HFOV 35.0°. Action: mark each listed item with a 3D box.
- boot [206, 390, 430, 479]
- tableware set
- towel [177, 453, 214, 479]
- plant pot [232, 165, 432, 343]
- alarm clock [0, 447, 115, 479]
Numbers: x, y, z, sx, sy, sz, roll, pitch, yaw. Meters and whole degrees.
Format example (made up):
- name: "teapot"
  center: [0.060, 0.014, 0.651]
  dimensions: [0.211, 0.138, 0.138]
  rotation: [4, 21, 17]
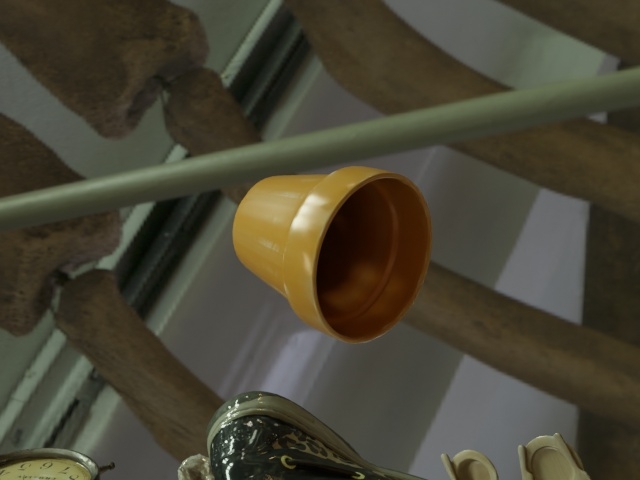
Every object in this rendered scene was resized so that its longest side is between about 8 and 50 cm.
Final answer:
- name: "boot"
  center: [0.029, 0.203, 0.586]
  dimensions: [0.236, 0.179, 0.085]
  rotation: [35, -72, -14]
- name: "tableware set"
  center: [0.194, 0.263, 0.978]
  dimensions: [0.020, 0.168, 0.141]
  rotation: [-13, -96, -49]
- name: "towel"
  center: [-0.014, 0.302, 0.827]
  dimensions: [0.049, 0.282, 0.187]
  rotation: [-35, -22, -6]
- name: "plant pot"
  center: [0.000, 0.000, 1.236]
  dimensions: [0.205, 0.187, 0.205]
  rotation: [-18, -64, -41]
- name: "alarm clock"
  center: [-0.268, 0.245, 0.901]
  dimensions: [0.192, 0.129, 0.064]
  rotation: [-42, -48, -74]
